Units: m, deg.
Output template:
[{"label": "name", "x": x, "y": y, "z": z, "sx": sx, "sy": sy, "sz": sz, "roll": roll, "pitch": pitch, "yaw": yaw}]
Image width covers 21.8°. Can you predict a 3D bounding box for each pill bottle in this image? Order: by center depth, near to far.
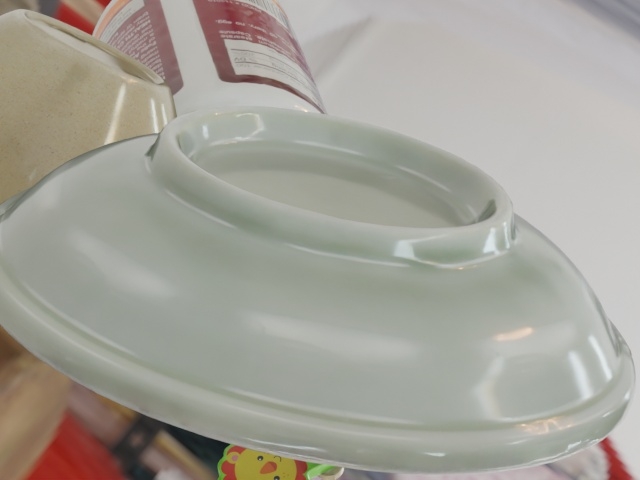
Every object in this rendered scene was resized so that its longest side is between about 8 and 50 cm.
[{"label": "pill bottle", "x": -0.098, "y": -0.089, "z": 1.592, "sx": 0.224, "sy": 0.224, "sz": 0.392, "roll": -59, "pitch": -154, "yaw": 24}]

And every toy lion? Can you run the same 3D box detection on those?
[{"label": "toy lion", "x": -0.038, "y": 0.163, "z": 1.267, "sx": 0.096, "sy": 0.100, "sz": 0.034, "roll": -24, "pitch": 143, "yaw": -16}]

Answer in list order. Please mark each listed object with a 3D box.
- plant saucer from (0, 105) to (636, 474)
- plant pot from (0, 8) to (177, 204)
[{"label": "plant saucer", "x": 0.000, "y": 0.000, "z": 0.986, "sx": 0.400, "sy": 0.400, "sz": 0.101, "roll": -27, "pitch": 132, "yaw": -60}, {"label": "plant pot", "x": -0.216, "y": -0.065, "z": 1.288, "sx": 0.191, "sy": 0.284, "sz": 0.284, "roll": -62, "pitch": 165, "yaw": 9}]
